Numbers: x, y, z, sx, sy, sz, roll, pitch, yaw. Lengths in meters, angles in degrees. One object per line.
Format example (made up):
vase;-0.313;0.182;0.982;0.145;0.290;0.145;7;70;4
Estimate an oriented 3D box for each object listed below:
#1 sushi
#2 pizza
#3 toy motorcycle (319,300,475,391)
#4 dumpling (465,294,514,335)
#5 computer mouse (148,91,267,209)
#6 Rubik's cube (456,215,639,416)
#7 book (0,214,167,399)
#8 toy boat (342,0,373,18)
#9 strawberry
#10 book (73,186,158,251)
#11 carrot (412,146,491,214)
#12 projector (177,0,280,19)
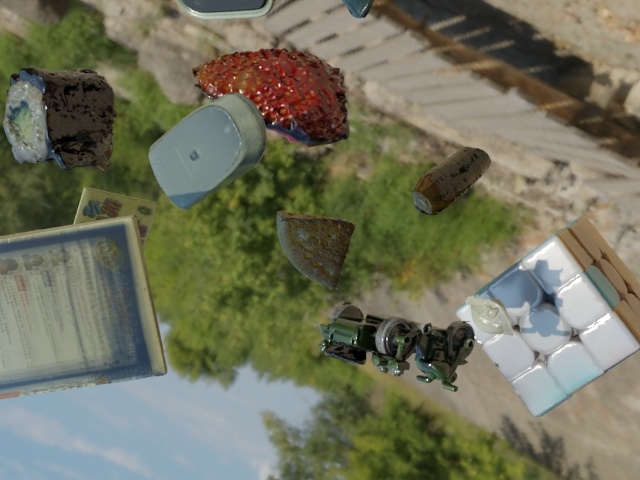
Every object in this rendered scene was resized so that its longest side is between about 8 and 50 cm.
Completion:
sushi;-0.238;-0.114;0.932;0.098;0.094;0.084;11;-166;39
pizza;0.000;0.000;1.699;0.178;0.131;0.041;40;-163;-20
toy motorcycle;0.139;0.189;1.823;0.275;0.127;0.205;10;179;-40
dumpling;0.251;0.111;1.490;0.057;0.052;0.076;45;-158;-58
computer mouse;-0.174;-0.144;1.590;0.079;0.231;0.128;-21;-96;-56
Rubik's cube;0.521;0.157;2.172;0.291;0.290;0.292;54;-152;8
book;-0.384;0.099;1.368;0.322;0.228;0.018;-8;-169;6
toy boat;0.080;-0.566;1.952;0.122;0.296;0.114;10;162;-32
strawberry;-0.081;-0.296;1.894;0.306;0.137;0.233;15;-146;-19
book;-0.466;-0.017;2.223;0.168;0.192;0.013;12;-157;-22
carrot;0.251;-0.120;1.943;0.082;0.173;0.082;37;153;22
projector;-0.160;-0.617;2.039;0.248;0.249;0.248;5;130;31
